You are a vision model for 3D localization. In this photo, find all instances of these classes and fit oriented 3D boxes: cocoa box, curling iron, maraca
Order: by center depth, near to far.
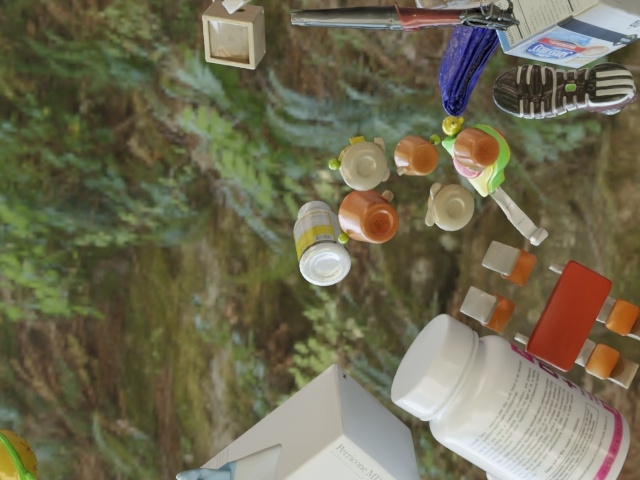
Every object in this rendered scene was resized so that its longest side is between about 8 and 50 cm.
[{"bbox_3d":[0.100,-0.272,1.310,0.274,0.035,0.068,2,171,10],"label":"curling iron"},{"bbox_3d":[-0.530,0.397,1.882,0.099,0.127,0.185,-27,-129,-35],"label":"maraca"},{"bbox_3d":[0.523,-0.522,2.303,0.228,0.231,0.347,-25,166,37],"label":"cocoa box"}]

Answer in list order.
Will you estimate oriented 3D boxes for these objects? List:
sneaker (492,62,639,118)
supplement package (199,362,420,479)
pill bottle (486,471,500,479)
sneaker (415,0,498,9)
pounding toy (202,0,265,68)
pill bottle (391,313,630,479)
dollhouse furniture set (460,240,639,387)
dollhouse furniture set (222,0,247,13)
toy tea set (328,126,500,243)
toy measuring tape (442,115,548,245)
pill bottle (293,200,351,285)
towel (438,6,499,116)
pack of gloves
[{"bbox_3d":[0.493,-0.280,2.162,0.281,0.106,0.162,4,176,32],"label":"sneaker"},{"bbox_3d":[-0.023,0.357,1.595,0.177,0.293,0.175,43,-162,-21],"label":"supplement package"},{"bbox_3d":[0.357,0.465,1.944,0.086,0.152,0.086,-20,-177,1],"label":"pill bottle"},{"bbox_3d":[0.256,-0.447,1.907,0.188,0.071,0.066,-18,-134,1],"label":"sneaker"},{"bbox_3d":[-0.189,-0.448,2.289,0.141,0.130,0.100,12,-139,13],"label":"pounding toy"},{"bbox_3d":[0.244,0.224,1.431,0.283,0.160,0.160,32,180,-9],"label":"pill bottle"},{"bbox_3d":[0.339,0.159,1.603,0.262,0.259,0.135,25,-179,-15],"label":"dollhouse furniture set"},{"bbox_3d":[-0.108,-0.493,1.849,0.144,0.123,0.151,-43,-169,-36],"label":"dollhouse furniture set"},{"bbox_3d":[0.167,-0.108,1.992,0.336,0.200,0.124,-10,-164,-19],"label":"toy tea set"},{"bbox_3d":[0.374,-0.135,2.276,0.330,0.121,0.121,49,-174,0],"label":"toy measuring tape"},{"bbox_3d":[0.000,0.000,2.225,0.103,0.103,0.184,4,-146,-11],"label":"pill bottle"},{"bbox_3d":[0.326,-0.424,2.498,0.076,0.228,0.308,24,-160,-5],"label":"towel"},{"bbox_3d":[-0.111,0.360,1.315,0.046,0.195,0.232,12,-174,33],"label":"pack of gloves"}]
